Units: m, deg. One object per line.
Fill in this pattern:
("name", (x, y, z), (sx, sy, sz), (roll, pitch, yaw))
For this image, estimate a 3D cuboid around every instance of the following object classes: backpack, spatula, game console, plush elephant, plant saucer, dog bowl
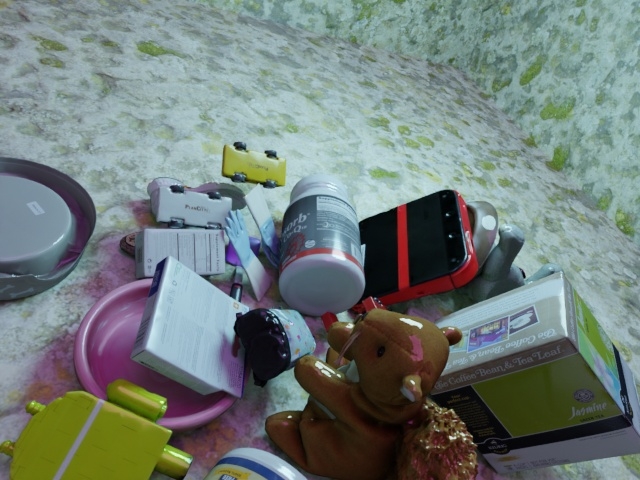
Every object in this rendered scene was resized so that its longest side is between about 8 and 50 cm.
("backpack", (-0.086, 0.207, 1.004), (0.182, 0.115, 0.152), (34, 37, -73))
("spatula", (-0.203, 0.096, 1.214), (0.084, 0.030, 0.297), (16, 41, -14))
("game console", (0.250, 0.019, 1.384), (0.060, 0.341, 0.387), (54, 27, -30))
("plush elephant", (0.498, 0.103, 1.480), (0.271, 0.330, 0.255), (28, 14, -22))
("plant saucer", (0.385, 0.010, 1.441), (0.050, 0.311, 0.311), (30, 38, -15))
("dog bowl", (-0.653, -0.026, 1.017), (0.348, 0.102, 0.349), (17, 40, -15))
("plant saucer", (-0.303, 0.225, 0.971), (0.331, 0.084, 0.332), (18, 40, -15))

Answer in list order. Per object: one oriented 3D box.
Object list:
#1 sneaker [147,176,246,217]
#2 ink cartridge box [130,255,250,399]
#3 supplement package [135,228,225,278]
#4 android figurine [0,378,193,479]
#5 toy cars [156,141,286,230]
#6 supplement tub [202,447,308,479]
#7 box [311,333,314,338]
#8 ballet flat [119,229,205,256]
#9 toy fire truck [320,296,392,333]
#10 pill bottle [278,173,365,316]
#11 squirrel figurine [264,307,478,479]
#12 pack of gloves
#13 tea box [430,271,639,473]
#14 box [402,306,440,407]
("sneaker", (-0.320, -0.085, 1.307), (0.262, 0.099, 0.121), (1, 58, -24))
("ink cartridge box", (-0.234, 0.171, 0.941), (0.224, 0.045, 0.223), (41, 30, -32))
("supplement package", (-0.320, 0.031, 1.126), (0.179, 0.105, 0.105), (1, 83, -31))
("android figurine", (-0.348, 0.342, 0.765), (0.272, 0.056, 0.248), (25, 66, -6))
("toy cars", (-0.252, -0.131, 1.260), (0.393, 0.087, 0.177), (-42, 109, -33))
("supplement tub", (-0.142, 0.479, 0.677), (0.228, 0.228, 0.316), (37, 39, 10))
("box", (-0.060, 0.236, 1.157), (0.067, 0.018, 0.083), (34, 39, 6))
("ballet flat", (-0.357, -0.002, 1.206), (0.249, 0.058, 0.084), (0, 47, -32))
("toy fire truck", (0.102, 0.202, 1.229), (0.192, 0.135, 0.047), (38, 22, -50))
("pill bottle", (0.000, 0.000, 1.301), (0.210, 0.210, 0.363), (16, 40, -16))
("squirrel figurine", (0.143, 0.309, 0.910), (0.397, 0.370, 0.281), (47, 41, 14))
("pack of gloves", (-0.171, 0.003, 1.241), (0.046, 0.232, 0.195), (-7, 27, 25))
("tea box", (0.457, 0.300, 1.084), (0.324, 0.328, 0.220), (50, 36, -14))
("box", (0.229, 0.301, 1.203), (0.113, 0.094, 0.275), (25, 39, -5))
